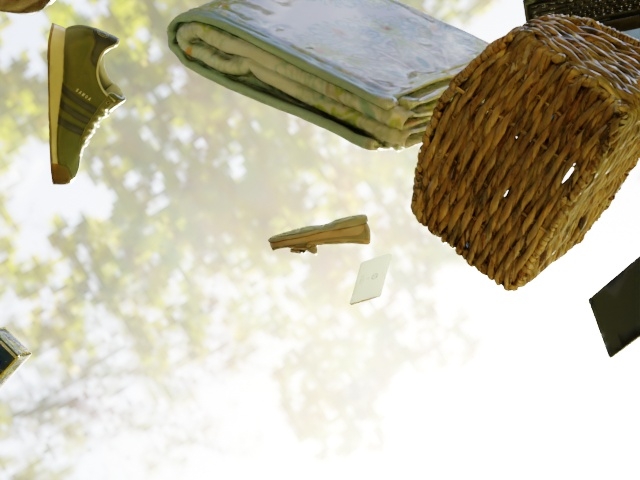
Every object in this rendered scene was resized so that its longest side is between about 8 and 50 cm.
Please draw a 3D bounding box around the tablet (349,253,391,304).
[{"bbox_3d":[0.071,0.054,2.334,0.054,0.083,0.006,-17,-52,33],"label":"tablet"}]

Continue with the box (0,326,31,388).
[{"bbox_3d":[-0.488,0.202,2.327,0.169,0.059,0.054,-47,-8,7],"label":"box"}]

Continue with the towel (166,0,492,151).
[{"bbox_3d":[0.034,-0.241,2.173,0.320,0.374,0.090,-26,-42,-50],"label":"towel"}]

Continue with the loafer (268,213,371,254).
[{"bbox_3d":[0.000,0.000,2.007,0.125,0.039,0.045,-14,9,5],"label":"loafer"}]

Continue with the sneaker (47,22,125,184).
[{"bbox_3d":[-0.265,-0.152,1.874,0.086,0.064,0.192,1,-67,-6],"label":"sneaker"}]

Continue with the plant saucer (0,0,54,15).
[{"bbox_3d":[-0.374,-0.268,1.756,0.198,0.198,0.036,1,-78,-54],"label":"plant saucer"}]

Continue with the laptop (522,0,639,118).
[{"bbox_3d":[0.426,-0.284,2.415,0.234,0.136,0.264,-11,-19,7],"label":"laptop"}]

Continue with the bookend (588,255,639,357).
[{"bbox_3d":[0.395,0.056,1.780,0.156,0.072,0.157,-12,-17,-19],"label":"bookend"}]

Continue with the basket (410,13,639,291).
[{"bbox_3d":[0.263,-0.127,1.993,0.223,0.213,0.299,-30,-26,-53],"label":"basket"}]
